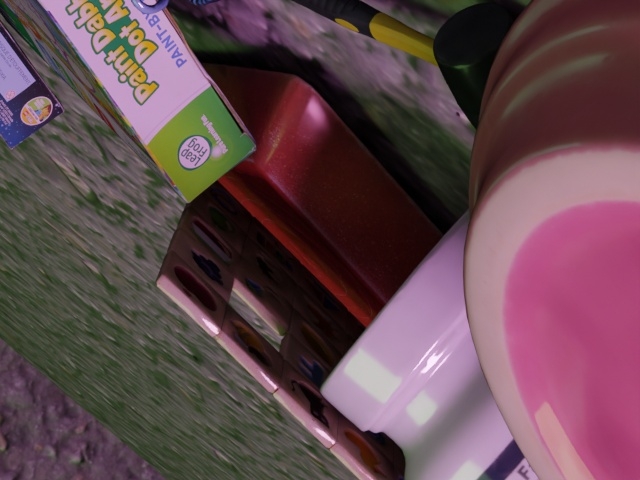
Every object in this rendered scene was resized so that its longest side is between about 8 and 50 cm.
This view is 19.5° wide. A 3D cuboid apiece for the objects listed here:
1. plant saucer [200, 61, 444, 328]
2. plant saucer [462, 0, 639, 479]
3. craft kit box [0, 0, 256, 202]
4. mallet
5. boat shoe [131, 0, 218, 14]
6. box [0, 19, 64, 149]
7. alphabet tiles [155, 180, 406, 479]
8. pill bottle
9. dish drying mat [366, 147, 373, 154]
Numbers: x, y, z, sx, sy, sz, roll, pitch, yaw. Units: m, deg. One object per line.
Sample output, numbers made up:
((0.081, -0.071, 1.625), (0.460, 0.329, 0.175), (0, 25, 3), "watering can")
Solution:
((0.000, 0.000, 1.115), (0.259, 0.047, 0.258), (47, 167, -24), "plant saucer")
((0.167, 0.053, 0.625), (0.332, 0.084, 0.332), (37, 151, 26), "plant saucer")
((-0.161, -0.165, 0.977), (0.250, 0.061, 0.246), (43, 167, 46), "craft kit box")
((0.027, -0.098, 0.814), (0.190, 0.039, 0.062), (35, 166, 40), "mallet")
((-0.078, -0.166, 0.771), (0.109, 0.089, 0.258), (37, 165, 17), "boat shoe")
((-0.259, -0.180, 1.170), (0.233, 0.044, 0.159), (50, 175, 38), "box")
((0.010, 0.071, 0.990), (0.237, 0.009, 0.198), (45, -167, -10), "alphabet tiles")
((0.137, 0.111, 0.893), (0.265, 0.153, 0.153), (41, 166, 5), "pill bottle")
((-0.003, -0.065, 1.035), (0.083, 0.008, 0.032), (38, 166, 18), "dish drying mat")
